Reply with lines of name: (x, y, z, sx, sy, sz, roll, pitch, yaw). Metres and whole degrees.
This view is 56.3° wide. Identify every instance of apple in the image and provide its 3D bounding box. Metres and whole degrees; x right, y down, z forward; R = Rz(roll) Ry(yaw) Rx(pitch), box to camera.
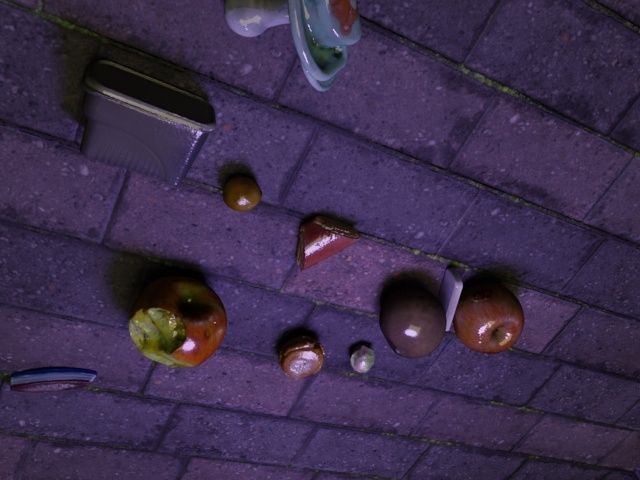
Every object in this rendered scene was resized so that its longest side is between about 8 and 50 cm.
apple: (0.496, 0.229, 1.782, 0.211, 0.188, 0.211, -7, 123, -11)
apple: (-0.367, 0.220, 1.527, 0.246, 0.246, 0.226, 17, 128, -24)

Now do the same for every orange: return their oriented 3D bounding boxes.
orange: (-0.186, -0.110, 1.433, 0.095, 0.085, 0.085, 3, 125, -25)

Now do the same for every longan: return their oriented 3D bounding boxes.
longan: (0.267, 0.235, 1.729, 0.196, 0.196, 0.220, -24, 120, 4)

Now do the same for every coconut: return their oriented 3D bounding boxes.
coconut: (0.127, 0.368, 1.855, 0.081, 0.082, 0.083, 19, 117, -30)

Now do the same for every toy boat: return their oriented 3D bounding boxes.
toy boat: (-0.750, 0.397, 1.685, 0.228, 0.046, 0.080, -1, 122, -11)

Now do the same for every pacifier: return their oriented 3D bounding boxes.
pacifier: (-0.065, -0.444, 1.144, 0.269, 0.288, 0.343, -3, 126, 21)

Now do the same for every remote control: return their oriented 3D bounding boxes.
remote control: (0.379, 0.172, 1.773, 0.029, 0.087, 0.190, -1, 125, -12)

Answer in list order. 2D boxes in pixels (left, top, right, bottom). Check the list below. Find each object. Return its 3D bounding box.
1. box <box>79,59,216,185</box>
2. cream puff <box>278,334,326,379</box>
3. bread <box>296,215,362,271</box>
box: (-0.378, -0.240, 1.263, 0.274, 0.138, 0.178, 18, 124, -24)
cream puff: (-0.058, 0.341, 1.777, 0.144, 0.103, 0.126, -34, 113, 11)
bread: (0.000, 0.001, 1.566, 0.192, 0.067, 0.119, -32, 126, 10)
